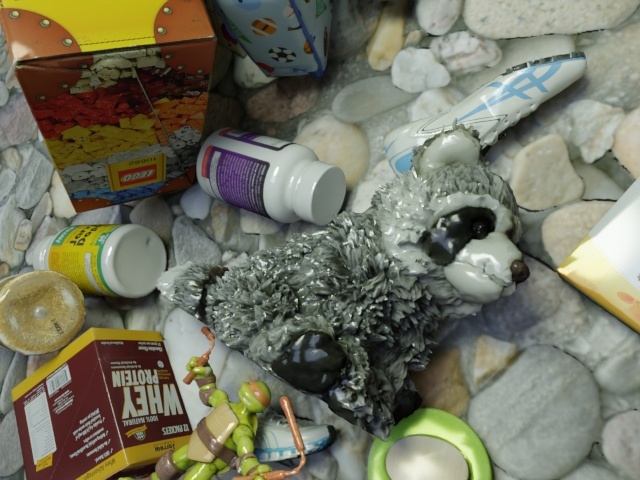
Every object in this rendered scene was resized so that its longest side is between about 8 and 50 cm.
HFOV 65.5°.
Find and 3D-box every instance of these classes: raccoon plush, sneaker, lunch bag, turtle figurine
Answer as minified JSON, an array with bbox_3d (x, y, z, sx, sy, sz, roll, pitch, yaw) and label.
[{"bbox_3d":[0.000,0.000,0.566,0.447,0.216,0.299,23,75,31],"label":"raccoon plush"},{"bbox_3d":[0.190,-0.137,0.577,0.237,0.085,0.086,-27,93,17],"label":"sneaker"},{"bbox_3d":[-0.050,-0.365,0.621,0.115,0.303,0.242,6,79,11],"label":"lunch bag"},{"bbox_3d":[-0.134,0.233,0.587,0.217,0.087,0.270,-45,42,-8],"label":"turtle figurine"},{"bbox_3d":[-0.070,0.239,0.632,0.191,0.071,0.082,-18,65,24],"label":"sneaker"}]

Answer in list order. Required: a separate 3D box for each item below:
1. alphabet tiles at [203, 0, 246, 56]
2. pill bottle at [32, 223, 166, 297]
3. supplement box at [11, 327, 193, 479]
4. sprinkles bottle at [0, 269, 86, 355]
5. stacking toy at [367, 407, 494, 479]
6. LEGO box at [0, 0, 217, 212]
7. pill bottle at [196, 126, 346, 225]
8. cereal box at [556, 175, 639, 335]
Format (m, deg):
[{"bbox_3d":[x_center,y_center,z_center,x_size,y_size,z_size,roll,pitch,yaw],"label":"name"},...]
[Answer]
[{"bbox_3d":[-0.197,-0.453,0.731,0.011,0.342,0.285,-39,58,-22],"label":"alphabet tiles"},{"bbox_3d":[-0.366,0.031,0.812,0.209,0.118,0.117,0,79,29],"label":"pill bottle"},{"bbox_3d":[-0.316,0.260,0.725,0.191,0.129,0.194,-36,64,17],"label":"supplement box"},{"bbox_3d":[-0.503,0.117,0.808,0.356,0.121,0.121,-8,74,46],"label":"sprinkles bottle"},{"bbox_3d":[0.109,0.290,0.426,0.309,0.130,0.280,-44,54,-15],"label":"stacking toy"},{"bbox_3d":[-0.323,-0.346,0.672,0.193,0.372,0.499,-16,78,-22],"label":"LEGO box"},{"bbox_3d":[-0.066,-0.085,0.680,0.194,0.108,0.108,21,89,31],"label":"pill bottle"},{"bbox_3d":[0.371,-0.008,0.457,0.173,0.047,0.240,42,100,29],"label":"cereal box"}]
